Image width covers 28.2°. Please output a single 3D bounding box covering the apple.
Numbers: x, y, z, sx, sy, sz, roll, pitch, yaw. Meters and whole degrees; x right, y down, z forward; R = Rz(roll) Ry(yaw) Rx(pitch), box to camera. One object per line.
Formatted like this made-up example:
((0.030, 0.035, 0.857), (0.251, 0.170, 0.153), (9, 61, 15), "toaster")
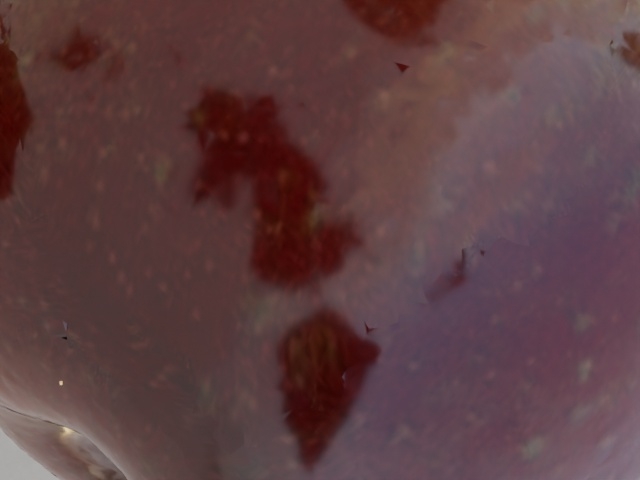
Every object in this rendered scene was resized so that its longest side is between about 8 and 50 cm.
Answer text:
((0.000, 0.000, 0.527), (0.277, 0.348, 0.348), (-51, 161, -17), "apple")
